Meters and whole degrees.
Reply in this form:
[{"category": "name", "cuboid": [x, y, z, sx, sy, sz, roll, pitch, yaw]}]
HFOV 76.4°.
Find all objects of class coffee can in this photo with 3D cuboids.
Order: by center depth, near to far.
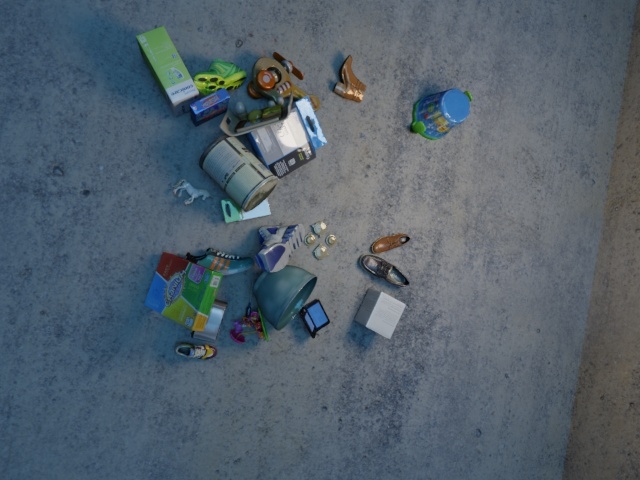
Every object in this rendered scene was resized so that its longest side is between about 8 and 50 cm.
[{"category": "coffee can", "cuboid": [-0.347, -0.287, 1.730, 0.275, 0.201, 0.201, 45, 78, 5]}]

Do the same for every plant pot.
[{"category": "plant pot", "cuboid": [-0.176, 0.223, 1.806, 0.196, 0.293, 0.293, 35, 80, 13]}]

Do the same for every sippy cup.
[{"category": "sippy cup", "cuboid": [0.619, -0.647, 2.044, 0.239, 0.224, 0.306, 23, 85, -15]}]

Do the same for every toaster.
[{"category": "toaster", "cuboid": [-0.477, 0.336, 1.744, 0.110, 0.185, 0.168, 17, 85, -7]}]

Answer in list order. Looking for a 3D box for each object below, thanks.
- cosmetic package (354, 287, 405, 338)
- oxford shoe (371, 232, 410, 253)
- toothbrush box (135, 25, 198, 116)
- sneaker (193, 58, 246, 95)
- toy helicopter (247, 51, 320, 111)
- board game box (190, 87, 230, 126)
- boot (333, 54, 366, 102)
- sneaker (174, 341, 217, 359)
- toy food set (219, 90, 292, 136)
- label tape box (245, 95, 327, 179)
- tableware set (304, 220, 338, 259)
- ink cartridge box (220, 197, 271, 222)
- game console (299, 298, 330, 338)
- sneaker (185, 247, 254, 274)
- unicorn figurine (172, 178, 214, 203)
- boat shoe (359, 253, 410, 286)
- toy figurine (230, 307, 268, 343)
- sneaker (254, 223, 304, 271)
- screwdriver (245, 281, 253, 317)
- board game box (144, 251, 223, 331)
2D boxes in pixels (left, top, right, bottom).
[{"category": "cosmetic package", "cuboid": [0.289, 0.354, 1.994, 0.151, 0.151, 0.184, 28, 84, -16]}, {"category": "oxford shoe", "cuboid": [0.356, 0.011, 2.051, 0.212, 0.076, 0.076, -21, 98, -14]}, {"category": "toothbrush box", "cuboid": [-0.622, -0.686, 1.677, 0.122, 0.206, 0.284, -29, 98, -14]}, {"category": "sneaker", "cuboid": [-0.446, -0.702, 1.744, 0.123, 0.109, 0.295, 45, 38, 3]}, {"category": "toy helicopter", "cuboid": [-0.149, -0.719, 1.882, 0.354, 0.140, 0.235, 25, 74, -26]}, {"category": "board game box", "cuboid": [-0.470, -0.560, 1.722, 0.160, 0.210, 0.047, -33, 100, -13]}, {"category": "boot", "cuboid": [0.160, -0.785, 1.985, 0.152, 0.073, 0.197, 18, 98, -15]}, {"category": "sneaker", "cuboid": [-0.544, 0.489, 1.777, 0.185, 0.084, 0.070, 10, 88, -16]}, {"category": "toy food set", "cuboid": [-0.264, -0.552, 1.721, 0.305, 0.220, 0.093, -14, 124, 9]}, {"category": "label tape box", "cuboid": [-0.133, -0.463, 1.839, 0.347, 0.115, 0.249, -32, 121, -13]}, {"category": "tableware set", "cuboid": [0.000, 0.000, 1.971, 0.141, 0.020, 0.169, -43, 103, -10]}, {"category": "ink cartridge box", "cuboid": [-0.339, -0.149, 1.843, 0.209, 0.062, 0.109, -13, 94, -16]}, {"category": "game console", "cuboid": [-0.024, 0.370, 1.937, 0.085, 0.124, 0.144, -25, 98, 12]}, {"category": "sneaker", "cuboid": [-0.445, 0.089, 1.791, 0.301, 0.108, 0.121, -7, 97, -15]}, {"category": "unicorn figurine", "cuboid": [-0.562, -0.207, 1.776, 0.111, 0.060, 0.162, -45, 103, -11]}, {"category": "boat shoe", "cuboid": [0.328, 0.150, 2.033, 0.285, 0.092, 0.103, 31, 82, -15]}, {"category": "toy figurine", "cuboid": [-0.330, 0.393, 1.827, 0.159, 0.130, 0.173, -14, 103, -7]}, {"category": "sneaker", "cuboid": [-0.216, 0.023, 1.809, 0.315, 0.182, 0.128, -47, 135, -50]}, {"category": "screwdriver", "cuboid": [-0.322, 0.273, 1.876, 0.025, 0.024, 0.170, 11, 85, 13]}, {"category": "board game box", "cuboid": [-0.567, 0.203, 1.669, 0.064, 0.316, 0.243, 26, 81, -58]}]
